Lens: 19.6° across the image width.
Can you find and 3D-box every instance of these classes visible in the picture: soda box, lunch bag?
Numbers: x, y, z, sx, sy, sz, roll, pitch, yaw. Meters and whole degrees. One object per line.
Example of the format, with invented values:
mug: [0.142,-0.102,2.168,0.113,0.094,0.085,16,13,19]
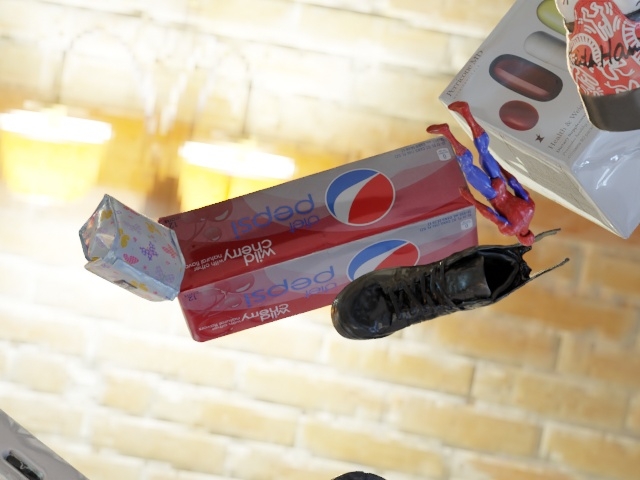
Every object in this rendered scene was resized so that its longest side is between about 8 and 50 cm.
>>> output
soda box: [0.000,0.000,1.585,0.263,0.092,0.083,-17,-124,-3]
lunch bag: [-0.148,0.012,1.444,0.071,0.053,0.083,29,-165,-28]

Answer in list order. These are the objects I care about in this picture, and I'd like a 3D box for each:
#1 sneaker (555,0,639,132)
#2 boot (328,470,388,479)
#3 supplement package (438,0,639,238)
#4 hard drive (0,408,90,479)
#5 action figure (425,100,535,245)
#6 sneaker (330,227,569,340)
sneaker: [0.215,-0.199,1.208,0.090,0.145,0.270,-5,-147,28]
boot: [0.078,0.318,1.618,0.338,0.118,0.223,38,146,-14]
supplement package: [0.275,-0.147,1.921,0.203,0.194,0.149,32,172,44]
hard drive: [-0.190,0.255,1.260,0.203,0.307,0.040,33,-132,30]
action figure: [0.113,-0.040,1.238,0.038,0.115,0.030,-48,-155,-26]
sneaker: [0.097,0.032,1.388,0.170,0.051,0.089,-14,175,-29]
